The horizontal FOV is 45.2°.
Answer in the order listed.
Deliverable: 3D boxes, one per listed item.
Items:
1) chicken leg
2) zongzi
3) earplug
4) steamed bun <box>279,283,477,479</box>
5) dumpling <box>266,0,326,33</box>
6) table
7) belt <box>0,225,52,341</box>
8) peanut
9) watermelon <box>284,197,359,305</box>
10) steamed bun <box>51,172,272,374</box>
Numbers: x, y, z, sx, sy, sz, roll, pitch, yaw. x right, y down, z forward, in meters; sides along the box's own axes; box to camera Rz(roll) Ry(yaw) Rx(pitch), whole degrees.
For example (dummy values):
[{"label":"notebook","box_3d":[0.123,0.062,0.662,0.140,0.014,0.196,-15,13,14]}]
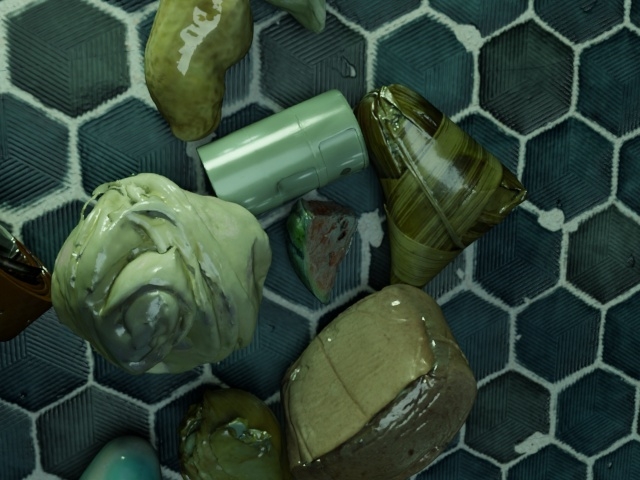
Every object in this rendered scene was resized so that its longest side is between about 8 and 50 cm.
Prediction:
[{"label":"chicken leg","box_3d":[-0.090,0.396,1.201,0.201,0.153,0.429,-13,119,26]},{"label":"zongzi","box_3d":[0.119,-0.059,1.173,0.286,0.134,0.288,38,107,-10]},{"label":"earplug","box_3d":[-0.322,0.450,1.160,0.185,0.185,0.324,16,91,-16]},{"label":"steamed bun","box_3d":[0.095,0.242,1.162,0.301,0.251,0.199,-40,126,13]},{"label":"dumpling","box_3d":[-0.054,-0.390,1.013,0.131,0.179,0.252,-26,106,-11]},{"label":"table","box_3d":[-0.054,-0.119,1.104,0.220,0.126,0.126,-23,107,-7]},{"label":"belt","box_3d":[-0.440,0.036,0.985,0.105,0.261,0.184,-40,84,-5]},{"label":"peanut","box_3d":[-0.165,-0.263,1.048,0.137,0.122,0.253,18,100,-25]},{"label":"watermelon","box_3d":[0.000,0.000,1.179,0.139,0.071,0.187,-40,138,-30]},{"label":"steamed bun","box_3d":[-0.206,0.073,1.005,0.280,0.207,0.268,27,123,-19]}]
